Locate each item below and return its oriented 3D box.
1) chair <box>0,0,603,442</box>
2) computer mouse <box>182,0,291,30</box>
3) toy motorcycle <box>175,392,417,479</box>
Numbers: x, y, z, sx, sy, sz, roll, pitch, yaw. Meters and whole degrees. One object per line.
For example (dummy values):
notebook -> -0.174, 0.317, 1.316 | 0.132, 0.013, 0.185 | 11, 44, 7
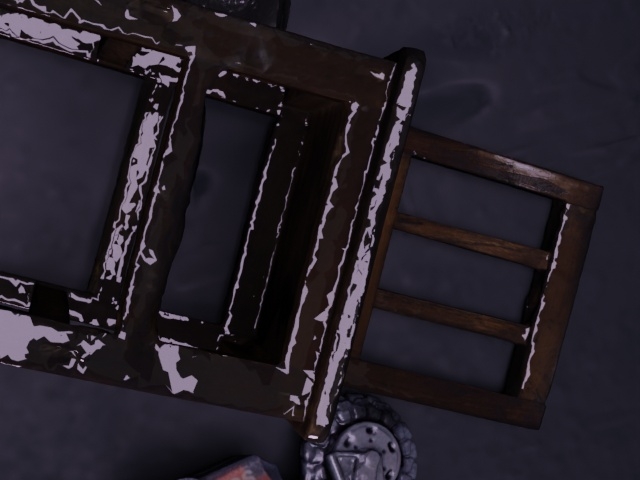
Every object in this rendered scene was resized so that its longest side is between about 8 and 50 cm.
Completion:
chair -> 0.000, 0.000, 0.770 | 0.416, 0.240, 0.203 | 14, 88, -14
computer mouse -> -0.056, -0.173, 0.844 | 0.079, 0.047, 0.135 | -9, 94, -14
toy motorcycle -> -0.053, 0.217, 0.830 | 0.307, 0.108, 0.173 | -23, 90, -25
